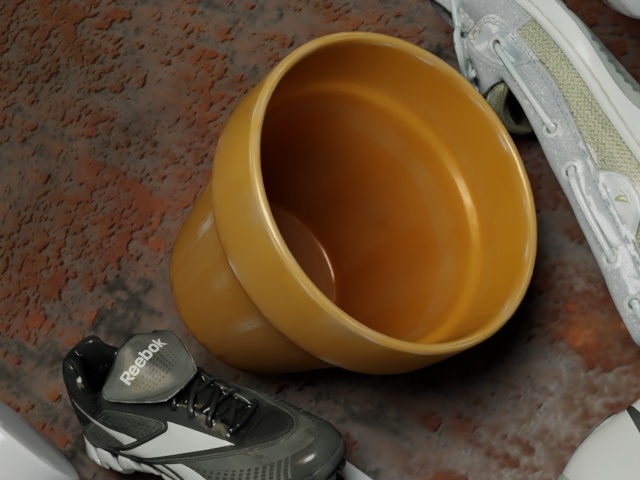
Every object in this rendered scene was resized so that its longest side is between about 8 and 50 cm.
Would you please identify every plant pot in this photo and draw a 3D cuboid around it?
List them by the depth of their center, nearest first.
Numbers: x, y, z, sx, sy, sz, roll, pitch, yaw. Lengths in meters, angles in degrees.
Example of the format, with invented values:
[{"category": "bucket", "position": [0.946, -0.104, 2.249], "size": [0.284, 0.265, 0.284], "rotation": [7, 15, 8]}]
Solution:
[{"category": "plant pot", "position": [0.000, 0.000, 0.949], "size": [0.188, 0.205, 0.205], "rotation": [-33, 45, 51]}]

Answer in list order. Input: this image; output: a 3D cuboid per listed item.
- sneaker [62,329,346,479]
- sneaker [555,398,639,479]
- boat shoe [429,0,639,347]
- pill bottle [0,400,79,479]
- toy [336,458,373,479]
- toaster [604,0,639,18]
[{"category": "sneaker", "position": [-0.089, 0.111, 0.970], "size": [0.234, 0.106, 0.078], "rotation": [6, 42, 42]}, {"category": "sneaker", "position": [0.261, 0.187, 0.768], "size": [0.146, 0.122, 0.330], "rotation": [-48, 54, -1]}, {"category": "boat shoe", "position": [0.156, -0.074, 0.971], "size": [0.103, 0.118, 0.320], "rotation": [-39, 61, 6]}, {"category": "pill bottle", "position": [-0.294, 0.230, 1.010], "size": [0.152, 0.152, 0.272], "rotation": [36, 83, 36]}, {"category": "toy", "position": [-0.066, 0.227, 0.955], "size": [0.137, 0.056, 0.237], "rotation": [32, 81, 35]}, {"category": "toaster", "position": [0.205, -0.235, 0.908], "size": [0.227, 0.129, 0.146], "rotation": [-38, 37, 14]}]
